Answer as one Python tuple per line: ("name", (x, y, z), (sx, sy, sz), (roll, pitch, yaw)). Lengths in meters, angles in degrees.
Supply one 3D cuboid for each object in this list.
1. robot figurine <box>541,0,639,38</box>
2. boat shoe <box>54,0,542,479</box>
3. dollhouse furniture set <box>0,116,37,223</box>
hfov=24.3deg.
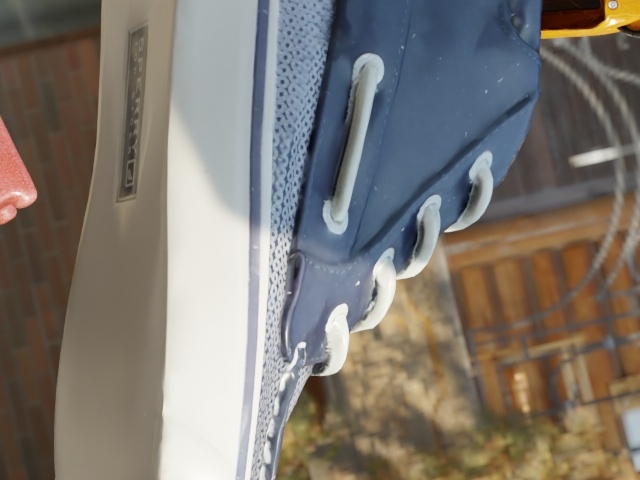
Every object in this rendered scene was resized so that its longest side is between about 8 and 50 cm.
("robot figurine", (0.102, -0.156, 0.864), (0.211, 0.291, 0.085), (-23, 112, -71))
("boat shoe", (0.000, 0.000, 0.543), (0.127, 0.158, 0.340), (9, -87, 64))
("dollhouse furniture set", (-0.315, -0.030, 0.870), (0.152, 0.201, 0.374), (59, 21, -3))
